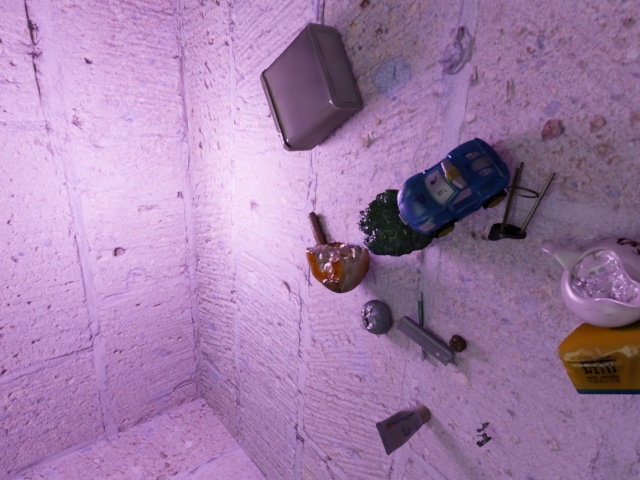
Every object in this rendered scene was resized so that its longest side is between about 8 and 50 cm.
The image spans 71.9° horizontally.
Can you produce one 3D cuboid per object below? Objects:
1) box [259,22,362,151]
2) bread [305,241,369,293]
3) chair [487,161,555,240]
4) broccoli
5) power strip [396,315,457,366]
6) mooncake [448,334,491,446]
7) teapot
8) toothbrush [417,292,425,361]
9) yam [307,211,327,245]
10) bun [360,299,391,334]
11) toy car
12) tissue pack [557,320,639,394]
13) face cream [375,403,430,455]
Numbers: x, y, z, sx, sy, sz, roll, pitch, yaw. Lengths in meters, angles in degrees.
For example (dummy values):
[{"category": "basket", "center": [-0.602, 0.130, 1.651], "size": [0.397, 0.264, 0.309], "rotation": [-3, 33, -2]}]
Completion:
[{"category": "box", "center": [-0.044, -0.569, 1.685], "size": [0.344, 0.178, 0.351], "rotation": [-25, 81, 51]}, {"category": "bread", "center": [0.084, 0.108, 1.737], "size": [0.314, 0.171, 0.191], "rotation": [0, 104, 54]}, {"category": "chair", "center": [0.527, -0.089, 1.171], "size": [0.095, 0.104, 0.221], "rotation": [26, 120, 26]}, {"category": "broccoli", "center": [0.249, -0.064, 1.442], "size": [0.270, 0.270, 0.269], "rotation": [-88, 16, -50]}, {"category": "power strip", "center": [0.372, 0.352, 1.535], "size": [0.253, 0.027, 0.060], "rotation": [36, 120, 29]}, {"category": "mooncake", "center": [0.489, 0.483, 1.439], "size": [0.346, 0.057, 0.150], "rotation": [69, 156, 20]}, {"category": "teapot", "center": [0.634, 0.084, 1.010], "size": [0.299, 0.166, 0.208], "rotation": [46, 120, 59]}, {"category": "toothbrush", "center": [0.359, 0.308, 1.569], "size": [0.018, 0.024, 0.256], "rotation": [0, 102, 32]}, {"category": "yam", "center": [0.000, 0.000, 1.914], "size": [0.046, 0.046, 0.263], "rotation": [-27, 79, 52]}, {"category": "bun", "center": [0.207, 0.302, 1.712], "size": [0.141, 0.083, 0.140], "rotation": [24, 120, 50]}, {"category": "toy car", "center": [0.360, -0.147, 1.225], "size": [0.198, 0.314, 0.166], "rotation": [62, -174, 22]}, {"category": "tissue pack", "center": [0.701, 0.242, 0.966], "size": [0.271, 0.192, 0.133], "rotation": [-28, 80, 51]}, {"category": "face cream", "center": [0.300, 0.668, 1.591], "size": [0.070, 0.224, 0.114], "rotation": [-33, 74, 51]}]
